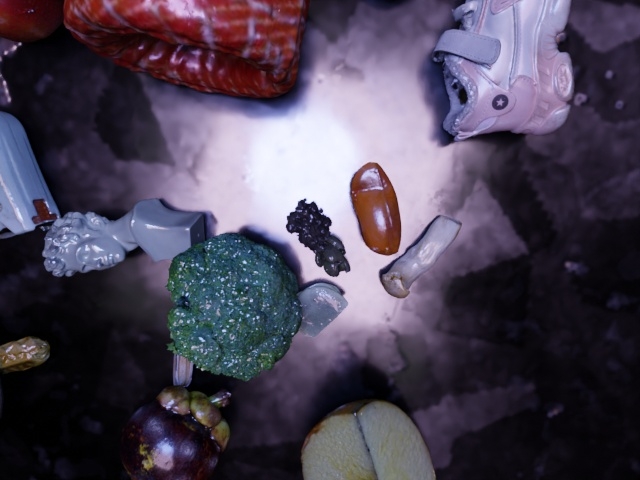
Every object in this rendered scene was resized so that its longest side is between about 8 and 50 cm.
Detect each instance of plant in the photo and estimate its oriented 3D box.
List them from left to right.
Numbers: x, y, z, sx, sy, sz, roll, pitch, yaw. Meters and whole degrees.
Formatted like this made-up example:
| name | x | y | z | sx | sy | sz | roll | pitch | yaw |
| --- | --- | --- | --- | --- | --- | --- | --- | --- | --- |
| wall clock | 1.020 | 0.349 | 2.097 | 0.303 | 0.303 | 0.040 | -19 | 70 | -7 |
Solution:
| name | x | y | z | sx | sy | sz | roll | pitch | yaw |
| --- | --- | --- | --- | --- | --- | --- | --- | --- | --- |
| plant | 0.000 | 0.000 | 0.778 | 0.085 | 0.087 | 0.174 | -38 | 100 | -20 |

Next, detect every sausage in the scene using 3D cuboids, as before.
| name | x | y | z | sx | sy | sz | roll | pitch | yaw |
| --- | --- | --- | --- | --- | --- | --- | --- | --- | --- |
| sausage | 0.106 | -0.058 | 0.768 | 0.089 | 0.089 | 0.179 | -11 | 93 | 2 |

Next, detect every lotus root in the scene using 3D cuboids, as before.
| name | x | y | z | sx | sy | sz | roll | pitch | yaw |
| --- | --- | --- | --- | --- | --- | --- | --- | --- | --- |
| lotus root | -0.283 | 0.258 | 0.832 | 0.038 | 0.030 | 0.083 | 0 | 102 | -31 |

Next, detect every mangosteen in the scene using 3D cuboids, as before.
| name | x | y | z | sx | sy | sz | roll | pitch | yaw |
| --- | --- | --- | --- | --- | --- | --- | --- | --- | --- |
| mangosteen | -0.265 | 0.370 | 0.782 | 0.192 | 0.192 | 0.217 | 44 | 63 | -4 |

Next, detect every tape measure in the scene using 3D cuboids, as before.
| name | x | y | z | sx | sy | sz | roll | pitch | yaw |
| --- | --- | --- | --- | --- | --- | --- | --- | --- | --- |
| tape measure | -0.638 | -0.108 | 0.743 | 0.246 | 0.125 | 0.243 | -18 | 96 | 2 |

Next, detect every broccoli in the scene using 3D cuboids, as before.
| name | x | y | z | sx | sy | sz | roll | pitch | yaw |
| --- | --- | --- | --- | --- | --- | --- | --- | --- | --- |
| broccoli | -0.168 | 0.120 | 0.723 | 0.270 | 0.270 | 0.270 | -37 | 96 | 35 |

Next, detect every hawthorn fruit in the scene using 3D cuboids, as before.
| name | x | y | z | sx | sy | sz | roll | pitch | yaw |
| --- | --- | --- | --- | --- | --- | --- | --- | --- | --- |
| hawthorn fruit | -0.528 | -0.429 | 0.672 | 0.169 | 0.188 | 0.168 | 0 | 90 | -8 |

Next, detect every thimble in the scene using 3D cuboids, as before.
| name | x | y | z | sx | sy | sz | roll | pitch | yaw |
| --- | --- | --- | --- | --- | --- | --- | --- | --- | --- |
| thimble | -0.186 | -0.371 | 0.605 | 0.351 | 0.350 | 0.230 | 10 | 96 | -1 |

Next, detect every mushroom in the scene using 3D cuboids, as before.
| name | x | y | z | sx | sy | sz | roll | pitch | yaw |
| --- | --- | --- | --- | --- | --- | --- | --- | --- | --- |
| mushroom | 0.200 | 0.029 | 0.791 | 0.059 | 0.054 | 0.202 | 44 | 91 | -3 |

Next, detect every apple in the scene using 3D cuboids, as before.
| name | x | y | z | sx | sy | sz | roll | pitch | yaw |
| --- | --- | --- | --- | --- | --- | --- | --- | --- | --- |
| apple | 0.098 | 0.455 | 0.779 | 0.254 | 0.179 | 0.345 | -22 | 95 | -9 |

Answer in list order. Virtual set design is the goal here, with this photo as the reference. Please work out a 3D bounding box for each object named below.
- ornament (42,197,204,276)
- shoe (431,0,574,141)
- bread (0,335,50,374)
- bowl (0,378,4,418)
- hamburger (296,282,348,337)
| name | x | y | z | sx | sy | sz | roll | pitch | yaw |
| --- | --- | --- | --- | --- | --- | --- | --- | --- | --- |
| ornament | -0.362 | -0.012 | 0.761 | 0.286 | 0.130 | 0.120 | -12 | 114 | -6 |
| shoe | 0.292 | -0.341 | 0.683 | 0.198 | 0.172 | 0.350 | -11 | 95 | 5 |
| bread | -0.606 | 0.232 | 0.818 | 0.111 | 0.060 | 0.066 | -16 | 110 | 0 |
| bowl | -0.807 | 0.295 | 0.733 | 0.354 | 0.185 | 0.353 | 2 | 101 | 11 |
| hamburger | -0.014 | 0.133 | 0.804 | 0.084 | 0.054 | 0.121 | 41 | 103 | -6 |
